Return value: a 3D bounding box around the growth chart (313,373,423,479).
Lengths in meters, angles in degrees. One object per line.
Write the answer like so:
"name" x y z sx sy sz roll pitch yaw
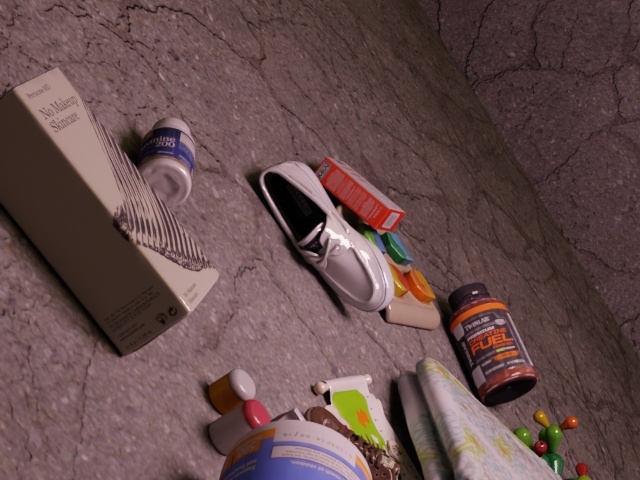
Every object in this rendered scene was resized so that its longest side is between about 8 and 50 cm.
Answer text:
"growth chart" 0.080 0.272 1.518 0.237 0.021 0.172 58 22 8

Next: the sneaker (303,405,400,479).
"sneaker" 0.056 0.265 1.402 0.188 0.071 0.066 55 22 -4

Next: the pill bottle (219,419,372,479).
"pill bottle" -0.034 0.297 1.049 0.152 0.152 0.272 49 22 -18

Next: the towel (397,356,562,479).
"towel" 0.244 0.344 1.574 0.320 0.090 0.374 42 11 -19

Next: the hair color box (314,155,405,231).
"hair color box" 0.061 -0.073 1.885 0.141 0.043 0.072 42 14 23

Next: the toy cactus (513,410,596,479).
"toy cactus" 0.396 0.388 1.946 0.219 0.112 0.181 49 30 -40

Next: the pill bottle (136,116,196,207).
"pill bottle" -0.184 -0.097 1.418 0.067 0.067 0.120 45 23 -27

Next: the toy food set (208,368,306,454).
"toy food set" -0.020 0.228 1.243 0.232 0.104 0.111 56 21 0

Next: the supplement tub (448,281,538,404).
"supplement tub" 0.281 0.169 1.987 0.106 0.106 0.198 27 35 -52

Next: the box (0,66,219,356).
"box" -0.229 -0.030 1.183 0.275 0.094 0.113 53 21 -10

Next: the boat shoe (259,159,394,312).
"boat shoe" 0.000 0.000 1.665 0.258 0.095 0.084 49 24 11

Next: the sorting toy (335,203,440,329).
"sorting toy" 0.115 0.041 1.906 0.193 0.038 0.208 16 44 -59
